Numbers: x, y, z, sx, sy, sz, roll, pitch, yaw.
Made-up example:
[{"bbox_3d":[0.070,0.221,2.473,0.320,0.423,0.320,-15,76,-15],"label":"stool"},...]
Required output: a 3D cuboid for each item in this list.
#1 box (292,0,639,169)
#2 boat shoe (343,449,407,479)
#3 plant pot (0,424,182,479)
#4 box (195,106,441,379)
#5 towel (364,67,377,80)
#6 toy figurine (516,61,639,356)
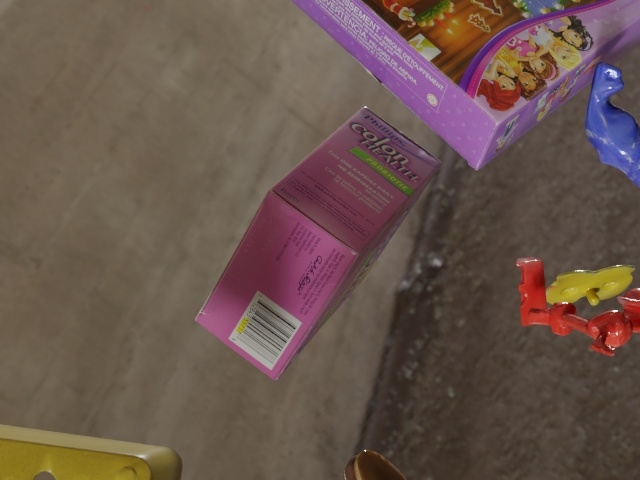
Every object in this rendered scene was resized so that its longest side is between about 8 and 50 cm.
[{"bbox_3d":[0.140,-0.201,0.866,0.293,0.201,0.057,-37,-18,-27],"label":"box"},{"bbox_3d":[0.089,0.336,1.440,0.073,0.207,0.073,-32,8,39],"label":"boat shoe"},{"bbox_3d":[-0.212,0.234,0.920,0.187,0.212,0.212,122,156,-69],"label":"plant pot"},{"bbox_3d":[0.000,0.000,1.403,0.213,0.117,0.243,-58,-7,37],"label":"box"},{"bbox_3d":[0.038,-0.333,1.336,0.049,0.282,0.187,-15,-25,-17],"label":"towel"},{"bbox_3d":[0.296,-0.067,0.752,0.191,0.363,0.217,-103,7,-84],"label":"toy figurine"}]
